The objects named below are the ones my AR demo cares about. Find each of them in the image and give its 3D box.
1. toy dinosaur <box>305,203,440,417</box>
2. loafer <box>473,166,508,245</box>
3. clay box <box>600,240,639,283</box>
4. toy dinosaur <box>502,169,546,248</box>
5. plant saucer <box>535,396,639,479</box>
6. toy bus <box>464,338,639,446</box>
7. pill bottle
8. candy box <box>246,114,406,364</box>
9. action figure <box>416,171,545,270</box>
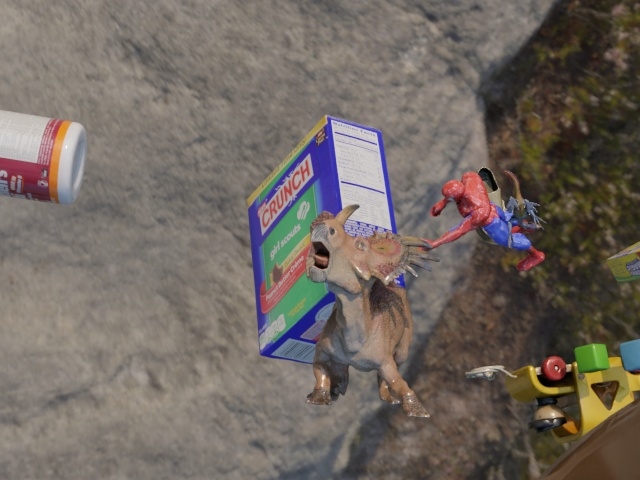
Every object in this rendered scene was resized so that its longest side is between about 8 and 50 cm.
[{"bbox_3d":[0.054,0.075,1.101,0.127,0.296,0.200,4,85,3],"label":"toy dinosaur"},{"bbox_3d":[0.279,-0.060,1.753,0.056,0.148,0.050,-13,152,-5],"label":"loafer"},{"bbox_3d":[0.579,0.017,1.764,0.127,0.222,0.053,-26,87,-15],"label":"clay box"},{"bbox_3d":[0.246,-0.037,1.258,0.047,0.082,0.090,-5,86,10],"label":"toy dinosaur"},{"bbox_3d":[0.142,0.170,0.532,0.041,0.278,0.278,41,98,-1],"label":"plant saucer"},{"bbox_3d":[0.297,0.187,1.193,0.202,0.104,0.191,-17,161,30],"label":"toy bus"},{"bbox_3d":[-0.453,-0.125,1.488,0.221,0.121,0.121,9,114,-3],"label":"pill bottle"},{"bbox_3d":[0.000,0.000,1.709,0.122,0.317,0.268,16,140,-28],"label":"candy box"},{"bbox_3d":[0.220,-0.017,1.556,0.139,0.091,0.280,-25,150,20],"label":"action figure"}]
